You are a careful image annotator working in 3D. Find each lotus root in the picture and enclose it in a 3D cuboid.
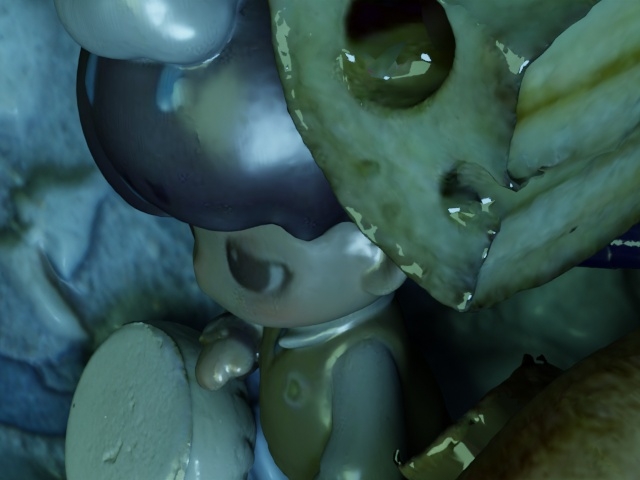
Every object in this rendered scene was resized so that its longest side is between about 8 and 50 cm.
[{"bbox_3d":[0.122,-0.131,0.572,0.142,0.314,0.210,44,159,33],"label":"lotus root"}]

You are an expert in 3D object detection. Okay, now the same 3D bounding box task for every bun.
[{"bbox_3d":[-0.082,0.117,0.874,0.138,0.094,0.138,-17,68,46],"label":"bun"}]

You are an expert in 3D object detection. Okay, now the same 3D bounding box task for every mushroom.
[{"bbox_3d":[0.123,0.121,0.664,0.146,0.278,0.278,49,125,21],"label":"mushroom"}]

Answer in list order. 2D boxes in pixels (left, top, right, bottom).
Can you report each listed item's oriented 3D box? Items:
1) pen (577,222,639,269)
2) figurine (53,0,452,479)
[{"bbox_3d":[0.223,0.005,0.689,0.269,0.033,0.033,5,109,29],"label":"pen"},{"bbox_3d":[-0.019,0.005,0.734,0.206,0.218,0.365,3,115,-4],"label":"figurine"}]
